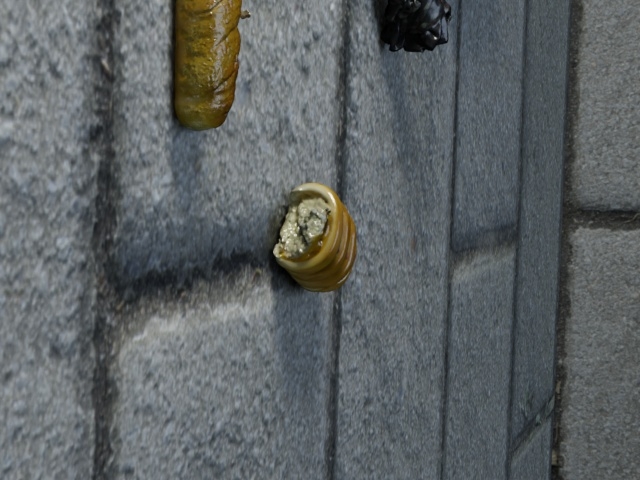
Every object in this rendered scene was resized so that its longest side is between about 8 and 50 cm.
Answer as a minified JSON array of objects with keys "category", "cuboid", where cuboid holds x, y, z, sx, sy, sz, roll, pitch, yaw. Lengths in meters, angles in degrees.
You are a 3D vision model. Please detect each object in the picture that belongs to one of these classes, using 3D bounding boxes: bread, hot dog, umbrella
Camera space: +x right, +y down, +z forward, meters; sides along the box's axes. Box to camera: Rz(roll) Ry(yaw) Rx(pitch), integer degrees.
[{"category":"bread","cuboid":[0.000,0.000,1.633,0.177,0.084,0.119,53,45,-66]},{"category":"hot dog","cuboid":[-0.118,-0.256,1.305,0.088,0.061,0.285,-18,109,-57]},{"category":"umbrella","cuboid":[0.130,-0.415,1.895,0.122,0.110,0.272,-33,131,-22]}]
